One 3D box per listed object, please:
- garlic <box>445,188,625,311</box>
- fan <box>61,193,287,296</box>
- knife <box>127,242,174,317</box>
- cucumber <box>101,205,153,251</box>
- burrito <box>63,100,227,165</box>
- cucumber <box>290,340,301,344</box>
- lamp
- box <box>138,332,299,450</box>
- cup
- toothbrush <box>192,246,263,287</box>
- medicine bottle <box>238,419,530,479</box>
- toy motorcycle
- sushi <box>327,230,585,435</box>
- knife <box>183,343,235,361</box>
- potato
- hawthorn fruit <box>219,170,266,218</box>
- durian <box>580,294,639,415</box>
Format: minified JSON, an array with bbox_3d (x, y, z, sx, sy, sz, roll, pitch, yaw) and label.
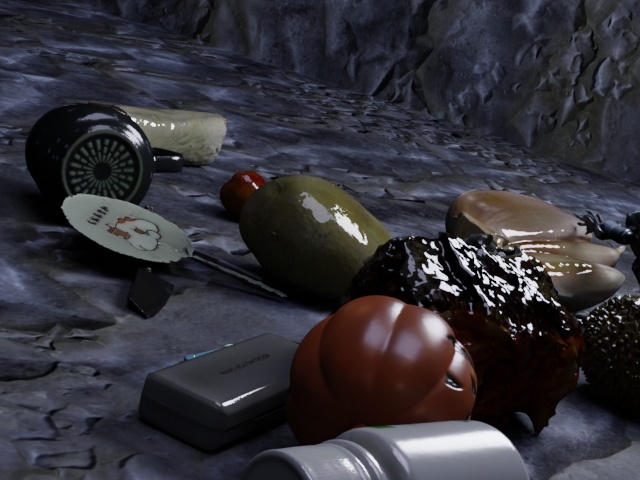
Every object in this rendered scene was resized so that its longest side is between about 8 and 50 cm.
[{"bbox_3d":[0.321,0.019,2.147,0.325,0.132,0.279,2,37,-42],"label":"garlic"},{"bbox_3d":[-0.196,0.013,1.829,0.329,0.009,0.191,23,18,-1],"label":"fan"},{"bbox_3d":[-0.216,0.055,1.738,0.060,0.028,0.230,25,14,-10],"label":"knife"},{"bbox_3d":[-0.271,-0.018,1.914,0.039,0.043,0.163,13,11,7],"label":"cucumber"},{"bbox_3d":[-0.314,-0.186,2.379,0.299,0.105,0.143,-2,12,-45],"label":"burrito"},{"bbox_3d":[0.029,0.149,1.595,0.184,0.033,0.036,17,33,9],"label":"cucumber"},{"bbox_3d":[0.057,0.153,1.319,0.188,0.187,0.164,17,33,10],"label":"lamp"},{"bbox_3d":[-0.082,0.154,1.425,0.103,0.055,0.244,21,16,24],"label":"box"},{"bbox_3d":[-0.317,-0.116,1.985,0.223,0.169,0.176,-1,12,-27],"label":"cup"},{"bbox_3d":[-0.157,0.026,1.904,0.194,0.017,0.014,23,18,30],"label":"toothbrush"},{"bbox_3d":[0.053,0.225,1.137,0.237,0.139,0.139,0,20,-40],"label":"medicine bottle"},{"bbox_3d":[0.495,0.021,1.972,0.134,0.207,0.401,-12,17,-6],"label":"toy motorcycle"},{"bbox_3d":[0.162,0.101,1.536,0.343,0.196,0.182,8,29,-45],"label":"sushi"},{"bbox_3d":[-0.121,0.132,1.558,0.027,0.010,0.096,26,21,34],"label":"knife"},{"bbox_3d":[0.000,0.000,1.896,0.235,0.160,0.177,26,51,-11],"label":"potato"},{"bbox_3d":[-0.113,-0.063,2.186,0.093,0.081,0.081,50,25,13],"label":"hawthorn fruit"},{"bbox_3d":[0.436,0.158,1.776,0.196,0.167,0.196,5,40,-4],"label":"durian"}]
